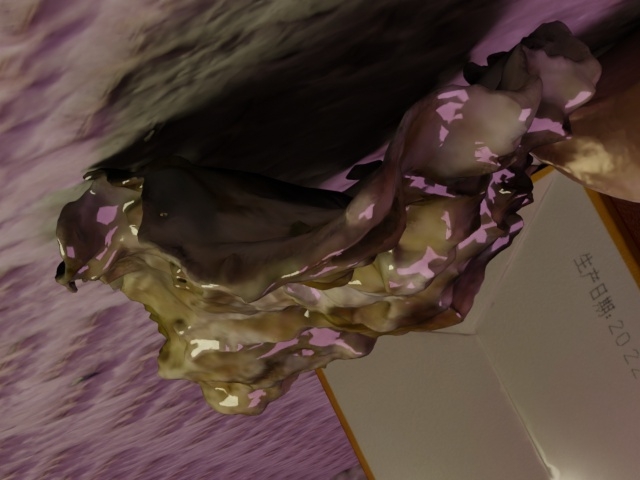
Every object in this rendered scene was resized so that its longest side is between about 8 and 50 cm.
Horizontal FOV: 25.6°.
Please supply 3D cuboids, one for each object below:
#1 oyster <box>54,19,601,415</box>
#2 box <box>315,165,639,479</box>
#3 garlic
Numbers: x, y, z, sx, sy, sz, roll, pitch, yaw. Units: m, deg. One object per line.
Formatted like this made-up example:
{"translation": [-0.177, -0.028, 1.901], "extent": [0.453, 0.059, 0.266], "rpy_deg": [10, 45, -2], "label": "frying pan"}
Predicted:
{"translation": [0.001, 0.002, 0.637], "extent": [0.238, 0.114, 0.351], "rpy_deg": [-19, 165, -29], "label": "oyster"}
{"translation": [0.178, 0.120, 1.079], "extent": [0.260, 0.283, 0.214], "rpy_deg": [-32, 165, 22], "label": "box"}
{"translation": [0.202, -0.076, 0.743], "extent": [0.207, 0.115, 0.128], "rpy_deg": [-28, 174, 17], "label": "garlic"}
